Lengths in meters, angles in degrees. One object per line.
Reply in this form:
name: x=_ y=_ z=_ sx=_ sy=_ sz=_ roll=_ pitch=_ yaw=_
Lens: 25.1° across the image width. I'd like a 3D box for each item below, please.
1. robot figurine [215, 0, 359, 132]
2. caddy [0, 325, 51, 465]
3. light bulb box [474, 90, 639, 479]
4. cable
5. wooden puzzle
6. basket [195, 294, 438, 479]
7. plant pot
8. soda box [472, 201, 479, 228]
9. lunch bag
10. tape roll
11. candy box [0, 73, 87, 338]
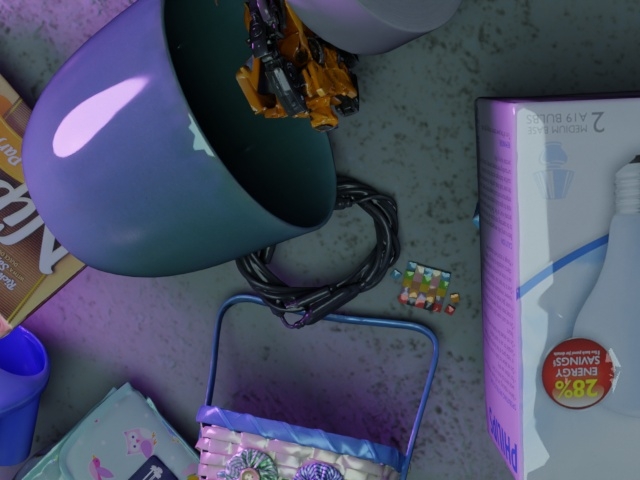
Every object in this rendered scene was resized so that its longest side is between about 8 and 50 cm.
robot figurine: x=-0.047 y=-0.243 z=1.440 sx=0.085 sy=0.211 sz=0.291 roll=-19 pitch=86 yaw=25
caddy: x=-0.465 y=0.146 z=1.608 sx=0.341 sy=0.241 sz=0.179 roll=21 pitch=118 yaw=21
light bulb box: x=0.342 y=0.034 z=1.396 sx=0.358 sy=0.225 sz=0.361 roll=-3 pitch=97 yaw=-1
cable: x=0.000 y=0.000 z=1.593 sx=0.184 sy=0.047 sz=0.150 roll=-34 pitch=85 yaw=4
wooden puzzle: x=0.117 y=0.053 z=1.611 sx=0.083 sy=0.006 sz=0.049 roll=15 pitch=109 yaw=5
basket: x=-0.011 y=0.216 z=1.598 sx=0.254 sy=0.201 sz=0.289 roll=8 pitch=73 yaw=9
plant pot: x=-0.161 y=-0.095 z=1.476 sx=0.235 sy=0.293 sz=0.293 roll=-26 pitch=101 yaw=23
soda box: x=0.257 y=0.026 z=1.546 sx=0.071 sy=0.067 sz=0.210 roll=-39 pitch=98 yaw=19
lunch bag: x=-0.247 y=0.322 z=1.683 sx=0.262 sy=0.160 sz=0.223 roll=-41 pitch=93 yaw=7
tape roll: x=0.044 y=-0.294 z=1.404 sx=0.072 sy=0.219 sz=0.219 roll=-21 pitch=104 yaw=44
candy box: x=-0.381 y=-0.071 z=1.569 sx=0.183 sy=0.087 sz=0.316 roll=-44 pitch=98 yaw=-25
